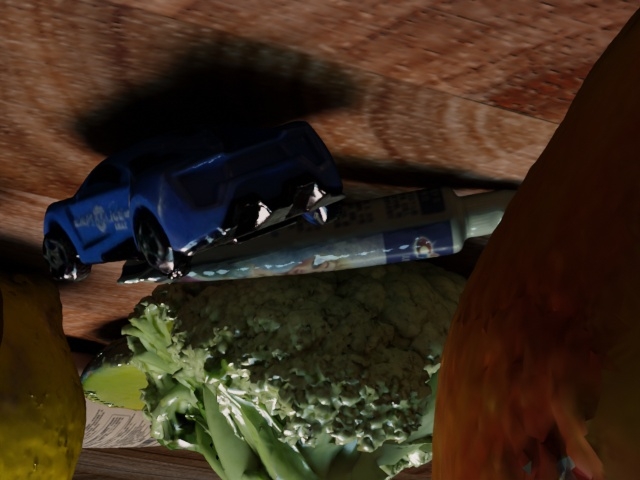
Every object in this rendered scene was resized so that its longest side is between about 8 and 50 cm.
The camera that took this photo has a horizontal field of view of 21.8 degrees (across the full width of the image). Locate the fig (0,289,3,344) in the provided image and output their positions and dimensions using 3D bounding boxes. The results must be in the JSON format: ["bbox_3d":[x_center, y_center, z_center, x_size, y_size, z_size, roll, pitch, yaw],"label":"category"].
[{"bbox_3d":[-0.315,0.023,1.022,0.170,0.146,0.274,-12,-154,-41],"label":"fig"}]

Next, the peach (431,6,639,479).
[{"bbox_3d":[0.197,0.046,0.544,0.290,0.373,0.372,37,172,14],"label":"peach"}]

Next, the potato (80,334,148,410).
[{"bbox_3d":[-0.138,0.102,1.396,0.119,0.054,0.198,10,161,-12],"label":"potato"}]

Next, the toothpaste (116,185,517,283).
[{"bbox_3d":[0.000,0.000,0.877,0.216,0.037,0.062,-9,-175,0],"label":"toothpaste"}]

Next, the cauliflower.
[{"bbox_3d":[-0.007,0.129,1.040,0.272,0.250,0.275,-7,156,38],"label":"cauliflower"}]

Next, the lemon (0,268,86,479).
[{"bbox_3d":[-0.299,0.138,1.172,0.258,0.310,0.258,43,169,10],"label":"lemon"}]

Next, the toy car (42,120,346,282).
[{"bbox_3d":[-0.072,-0.023,0.820,0.103,0.063,0.216,-21,-171,-29],"label":"toy car"}]

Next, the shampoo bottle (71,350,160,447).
[{"bbox_3d":[-0.233,0.147,1.523,0.127,0.078,0.257,-30,155,29],"label":"shampoo bottle"}]
